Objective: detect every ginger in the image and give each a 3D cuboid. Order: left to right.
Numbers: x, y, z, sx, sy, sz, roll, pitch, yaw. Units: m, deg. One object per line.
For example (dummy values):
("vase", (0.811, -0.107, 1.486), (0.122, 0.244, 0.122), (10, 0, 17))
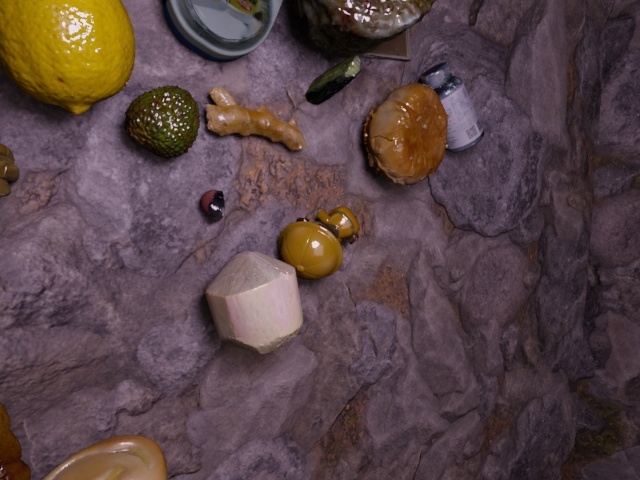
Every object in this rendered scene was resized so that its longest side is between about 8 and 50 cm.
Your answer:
("ginger", (-0.164, -0.304, 1.094), (0.299, 0.065, 0.117), (13, 91, -36))

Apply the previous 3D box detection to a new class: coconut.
("coconut", (-0.167, 0.143, 1.041), (0.239, 0.239, 0.244), (-21, 108, -30))

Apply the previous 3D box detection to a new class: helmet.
("helmet", (-0.280, -0.093, 1.047), (0.065, 0.049, 0.083), (-52, 153, -53))

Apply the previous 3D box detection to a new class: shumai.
("shumai", (0.092, -0.622, 1.053), (0.396, 0.348, 0.394), (2, 79, -12))

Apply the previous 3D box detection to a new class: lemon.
("lemon", (-0.484, -0.389, 0.776), (0.268, 0.267, 0.267), (-3, 96, -33))

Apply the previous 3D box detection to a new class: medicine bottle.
("medicine bottle", (0.452, -0.463, 1.429), (0.141, 0.141, 0.293), (-46, 117, -21))

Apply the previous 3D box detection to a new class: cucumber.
("cucumber", (0.043, -0.432, 1.126), (0.062, 0.211, 0.077), (32, 75, -29))

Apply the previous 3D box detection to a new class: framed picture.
("framed picture", (0.165, -0.695, 1.293), (0.315, 0.024, 0.231), (-11, 100, -33))

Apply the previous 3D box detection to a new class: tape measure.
("tape measure", (-0.241, -0.574, 0.976), (0.259, 0.138, 0.261), (25, 81, -31))

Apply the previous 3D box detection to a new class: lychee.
("lychee", (-0.346, -0.272, 0.925), (0.171, 0.171, 0.171), (-3, 96, -33))

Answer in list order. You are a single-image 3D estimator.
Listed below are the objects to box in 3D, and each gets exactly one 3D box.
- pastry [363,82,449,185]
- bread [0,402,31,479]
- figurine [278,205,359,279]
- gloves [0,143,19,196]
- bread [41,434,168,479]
("pastry", (0.258, -0.326, 1.290), (0.284, 0.184, 0.315), (38, 72, -33))
("bread", (-0.675, 0.429, 0.820), (0.124, 0.084, 0.343), (-15, 102, -31))
("figurine", (0.002, -0.001, 1.170), (0.257, 0.167, 0.192), (-44, 102, -24))
("gloves", (-0.696, -0.200, 0.713), (0.331, 0.141, 0.154), (47, 69, -27))
("bread", (-0.487, 0.594, 0.892), (0.316, 0.212, 0.269), (-27, 104, -40))
